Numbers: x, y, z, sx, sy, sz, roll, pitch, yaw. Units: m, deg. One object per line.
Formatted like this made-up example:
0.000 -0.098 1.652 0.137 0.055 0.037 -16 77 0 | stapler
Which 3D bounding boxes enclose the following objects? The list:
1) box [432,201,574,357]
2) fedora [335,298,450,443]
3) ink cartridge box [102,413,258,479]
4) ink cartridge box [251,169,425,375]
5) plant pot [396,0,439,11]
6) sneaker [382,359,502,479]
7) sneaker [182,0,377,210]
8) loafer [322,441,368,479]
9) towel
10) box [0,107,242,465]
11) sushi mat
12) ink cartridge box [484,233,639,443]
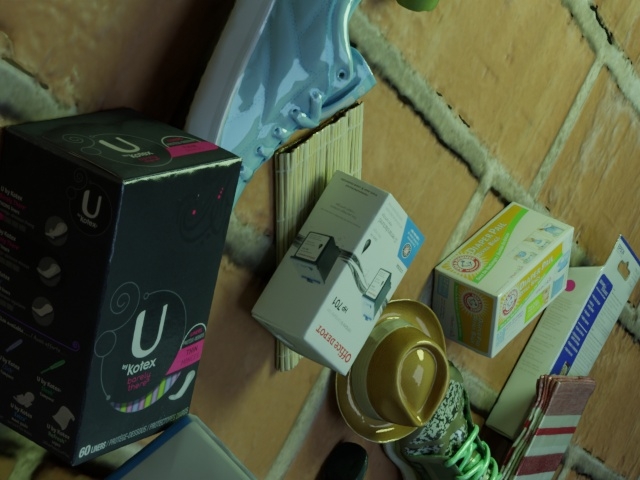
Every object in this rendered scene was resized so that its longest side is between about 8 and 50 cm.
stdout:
0.251 0.052 2.170 0.203 0.103 0.114 -38 141 -39 | box
0.108 0.174 2.002 0.194 0.079 0.194 -10 109 -32 | fedora
-0.182 0.384 1.524 0.285 0.166 0.395 -38 159 -24 | ink cartridge box
0.022 0.038 1.772 0.190 0.082 0.139 -61 151 -10 | ink cartridge box
0.113 -0.295 1.719 0.083 0.083 0.079 -33 150 -43 | plant pot
0.209 0.325 2.228 0.158 0.182 0.410 -48 146 -28 | sneaker
-0.030 -0.143 1.482 0.135 0.150 0.365 -51 163 -84 | sneaker
0.013 0.348 2.055 0.170 0.062 0.061 -52 153 -19 | loafer
0.328 0.361 2.472 0.237 0.037 0.329 14 101 -65 | towel
-0.194 0.036 1.395 0.165 0.143 0.270 -18 126 -53 | box
0.000 0.000 1.810 0.151 0.019 0.316 -38 141 -40 | sushi mat
0.399 0.168 2.540 0.371 0.069 0.176 -59 150 -6 | ink cartridge box
